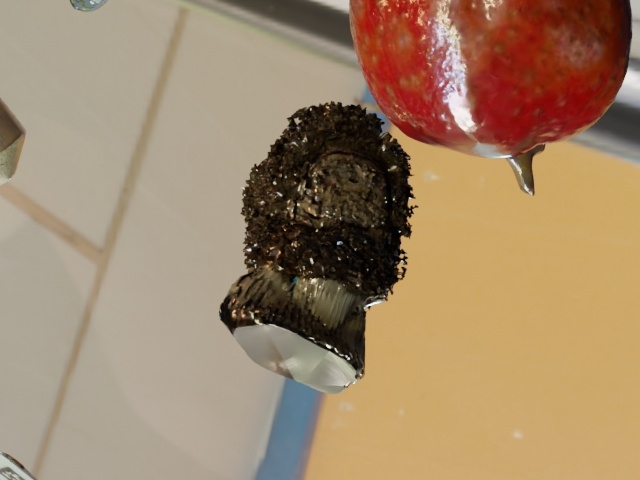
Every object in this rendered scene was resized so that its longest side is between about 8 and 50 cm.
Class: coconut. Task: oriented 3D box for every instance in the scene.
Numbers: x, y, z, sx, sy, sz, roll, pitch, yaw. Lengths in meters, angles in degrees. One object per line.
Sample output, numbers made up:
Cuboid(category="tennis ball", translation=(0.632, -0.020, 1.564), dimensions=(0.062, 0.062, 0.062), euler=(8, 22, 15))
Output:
Cuboid(category="coconut", translation=(-0.412, -0.120, 1.440), dimensions=(0.122, 0.116, 0.116), euler=(55, -140, -12))

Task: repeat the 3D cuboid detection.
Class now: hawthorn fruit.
Cuboid(category="hawthorn fruit", translation=(0.131, -0.156, 0.925), dimensions=(0.215, 0.215, 0.250), euler=(-30, -74, -59))

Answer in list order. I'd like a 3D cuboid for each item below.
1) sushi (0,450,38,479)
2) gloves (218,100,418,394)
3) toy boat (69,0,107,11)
Cuboid(category="sushi", translation=(-0.229, 0.285, 1.147), dimensions=(0.359, 0.343, 0.064), euler=(43, -123, -17))
Cuboid(category="gloves", translation=(-0.002, -0.003, 1.329), dimensions=(0.135, 0.210, 0.312), euler=(108, -176, -70))
Cuboid(category="toy boat", translation=(-0.319, -0.361, 1.698), dimensions=(0.055, 0.141, 0.060), euler=(35, -124, -19))
